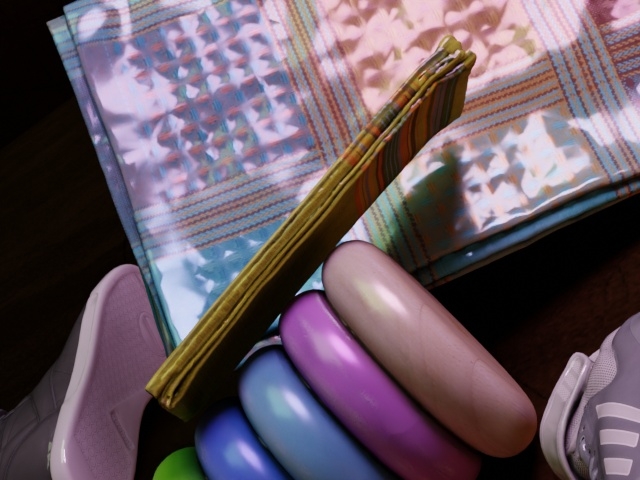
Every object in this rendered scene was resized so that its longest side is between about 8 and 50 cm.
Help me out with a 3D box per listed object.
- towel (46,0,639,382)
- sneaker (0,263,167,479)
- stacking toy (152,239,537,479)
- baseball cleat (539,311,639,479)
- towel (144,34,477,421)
[{"bbox_3d":[0.037,-0.100,0.739,0.370,0.271,0.040,-23,-20,0],"label":"towel"},{"bbox_3d":[-0.213,0.132,0.997,0.147,0.104,0.296,-27,27,21],"label":"sneaker"},{"bbox_3d":[-0.047,0.159,0.631,0.330,0.141,0.141,-45,19,5],"label":"stacking toy"},{"bbox_3d":[0.137,0.100,0.502,0.109,0.072,0.206,-43,9,38],"label":"baseball cleat"},{"bbox_3d":[0.000,0.000,0.638,0.237,0.021,0.102,-49,-13,-9],"label":"towel"}]
